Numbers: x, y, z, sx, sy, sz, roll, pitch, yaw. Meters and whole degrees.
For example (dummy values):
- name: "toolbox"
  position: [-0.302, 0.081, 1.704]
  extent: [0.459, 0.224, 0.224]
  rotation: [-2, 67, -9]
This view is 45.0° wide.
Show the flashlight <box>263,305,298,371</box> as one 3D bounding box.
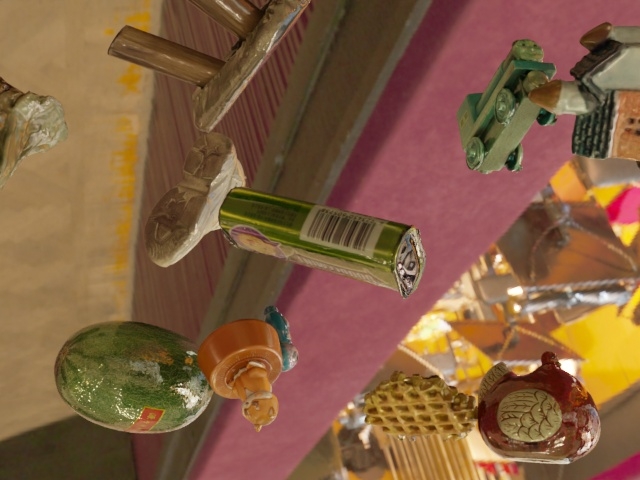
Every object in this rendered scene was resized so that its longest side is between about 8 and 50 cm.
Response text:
- name: "flashlight"
  position: [-0.074, 0.166, 1.321]
  extent: [0.051, 0.129, 0.051]
  rotation: [-13, 137, -12]

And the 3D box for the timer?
- name: "timer"
  position: [-0.104, 0.215, 1.160]
  extent: [0.132, 0.152, 0.132]
  rotation: [-14, 133, -15]

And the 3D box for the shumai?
- name: "shumai"
  position: [-0.598, -0.183, 1.401]
  extent: [0.288, 0.292, 0.330]
  rotation: [-11, -174, -23]

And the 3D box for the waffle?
- name: "waffle"
  position: [0.233, 0.398, 1.789]
  extent: [0.291, 0.051, 0.291]
  rotation: [9, 135, 9]

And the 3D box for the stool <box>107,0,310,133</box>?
- name: "stool"
  position: [-0.166, -0.387, 1.277]
  extent: [0.226, 0.310, 0.310]
  rotation: [33, 143, -14]

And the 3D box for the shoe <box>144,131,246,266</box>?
- name: "shoe"
  position: [-0.277, -0.067, 1.854]
  extent: [0.132, 0.342, 0.210]
  rotation: [18, 161, 25]

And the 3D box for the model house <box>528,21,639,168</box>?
- name: "model house"
  position: [0.491, -0.244, 1.289]
  extent: [0.291, 0.184, 0.253]
  rotation: [5, 110, 2]

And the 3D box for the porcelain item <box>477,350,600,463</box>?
- name: "porcelain item"
  position: [0.452, 0.344, 1.608]
  extent: [0.253, 0.253, 0.253]
  rotation: [-13, 153, -7]

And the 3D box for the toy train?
- name: "toy train"
  position: [0.373, -0.268, 1.567]
  extent: [0.120, 0.194, 0.298]
  rotation: [2, 152, -12]

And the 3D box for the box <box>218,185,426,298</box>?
- name: "box"
  position: [0.000, 0.000, 1.295]
  extent: [0.345, 0.097, 0.134]
  rotation: [14, 156, 28]

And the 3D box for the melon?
- name: "melon"
  position: [-0.293, 0.227, 1.276]
  extent: [0.288, 0.182, 0.182]
  rotation: [18, 139, -31]
